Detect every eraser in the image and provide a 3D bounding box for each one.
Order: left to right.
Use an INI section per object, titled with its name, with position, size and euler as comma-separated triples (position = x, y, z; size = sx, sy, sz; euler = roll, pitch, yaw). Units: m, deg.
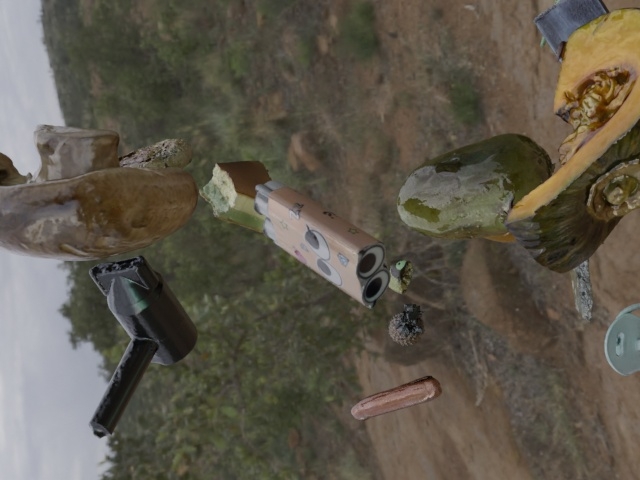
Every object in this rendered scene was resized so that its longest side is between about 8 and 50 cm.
[eraser]
position = 0.000, 0.000, 1.328
size = 0.290, 0.087, 0.171
euler = 33, 151, 36

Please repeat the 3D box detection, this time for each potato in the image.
[potato]
position = 0.298, -0.094, 1.321
size = 0.173, 0.307, 0.210
euler = 56, -150, -38

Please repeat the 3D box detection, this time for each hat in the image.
[hat]
position = 0.195, 0.090, 1.734
size = 0.077, 0.059, 0.076
euler = -65, -30, -26

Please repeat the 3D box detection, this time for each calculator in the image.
[calculator]
position = 0.595, -0.417, 1.500
size = 0.261, 0.021, 0.161
euler = 56, 147, -5

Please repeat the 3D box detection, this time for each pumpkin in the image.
[pumpkin]
position = 0.317, -0.124, 0.782
size = 0.280, 0.139, 0.190
euler = -43, 36, 24

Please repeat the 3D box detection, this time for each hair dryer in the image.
[hair dryer]
position = -0.356, 0.195, 1.240
size = 0.244, 0.116, 0.302
euler = 66, -148, -43

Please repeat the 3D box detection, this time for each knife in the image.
[knife]
position = 0.580, -0.569, 1.695
size = 0.030, 0.014, 0.207
euler = 172, 121, -79

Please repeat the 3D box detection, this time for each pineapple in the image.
[pineapple]
position = 0.173, 0.163, 1.336
size = 0.159, 0.074, 0.074
euler = 95, 162, -72

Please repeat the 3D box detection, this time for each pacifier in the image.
[pacifier]
position = 0.555, 0.169, 1.142
size = 0.116, 0.150, 0.126
euler = 173, 105, -78

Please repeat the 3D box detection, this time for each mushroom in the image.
[mushroom]
position = -0.291, -0.042, 0.755
size = 0.151, 0.286, 0.156
euler = -54, -33, -72

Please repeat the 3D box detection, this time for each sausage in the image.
[sausage]
position = 0.126, 0.271, 1.166
size = 0.177, 0.047, 0.040
euler = -27, 72, 29

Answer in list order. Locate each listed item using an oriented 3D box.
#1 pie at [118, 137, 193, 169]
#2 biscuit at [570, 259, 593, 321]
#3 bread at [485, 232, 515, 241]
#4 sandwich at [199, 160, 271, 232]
[pie]
position = -0.375, -0.127, 1.321
size = 0.055, 0.274, 0.274
euler = 69, 170, -21
[biscuit]
position = 0.695, 0.083, 1.845
size = 0.141, 0.038, 0.290
euler = 60, -151, -70
[bread]
position = 0.365, -0.042, 1.484
size = 0.114, 0.189, 0.077
euler = 113, -179, -69
[sandwich]
position = -0.221, -0.143, 1.818
size = 0.108, 0.186, 0.220
euler = -51, 39, 25
